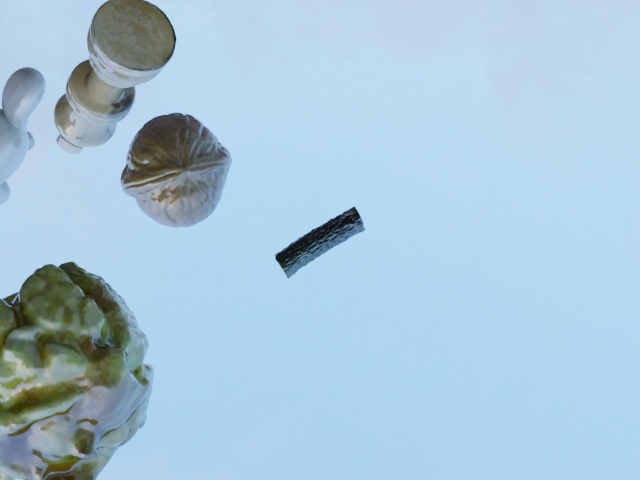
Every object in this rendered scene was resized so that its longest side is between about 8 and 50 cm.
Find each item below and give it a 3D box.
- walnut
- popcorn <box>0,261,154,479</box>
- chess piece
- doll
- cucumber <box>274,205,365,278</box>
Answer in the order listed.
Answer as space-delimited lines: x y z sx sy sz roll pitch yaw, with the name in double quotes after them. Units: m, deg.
-0.275 -0.133 2.118 0.228 0.228 0.228 -3 -143 2 "walnut"
-0.373 0.190 1.533 0.274 0.335 0.279 32 -131 16 "popcorn"
-0.328 -0.222 1.659 0.117 0.397 0.117 8 -110 -22 "chess piece"
-0.701 -0.159 2.061 0.366 0.376 0.187 -22 -128 -39 "doll"
0.000 -0.001 2.096 0.187 0.058 0.058 -32 -138 -7 "cucumber"
